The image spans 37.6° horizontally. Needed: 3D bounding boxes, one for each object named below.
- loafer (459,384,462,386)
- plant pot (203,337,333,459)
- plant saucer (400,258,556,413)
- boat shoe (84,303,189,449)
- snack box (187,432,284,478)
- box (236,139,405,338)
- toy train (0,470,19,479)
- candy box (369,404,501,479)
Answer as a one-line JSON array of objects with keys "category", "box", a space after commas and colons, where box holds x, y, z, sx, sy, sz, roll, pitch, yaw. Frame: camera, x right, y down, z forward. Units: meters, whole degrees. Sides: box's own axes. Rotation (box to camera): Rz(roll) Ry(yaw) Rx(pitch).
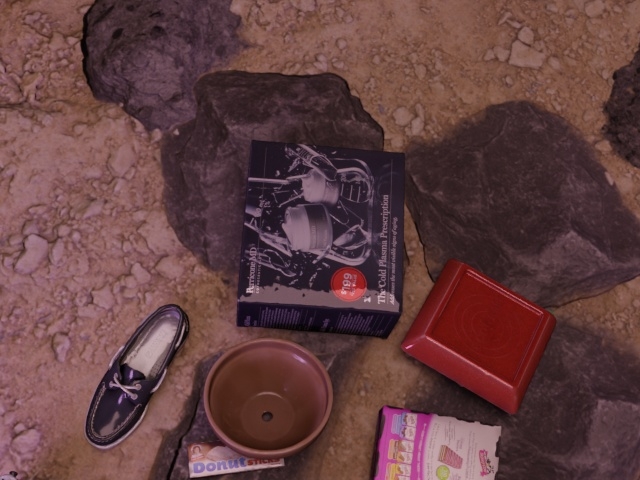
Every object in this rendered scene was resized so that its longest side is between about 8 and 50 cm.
[{"category": "loafer", "box": [0.289, 0.234, 1.887, 0.045, 0.039, 0.125, 2, 50, 23]}, {"category": "plant pot", "box": [-0.099, 0.310, 1.762, 0.238, 0.109, 0.237, 3, 55, -4]}, {"category": "plant saucer", "box": [0.327, 0.176, 1.875, 0.259, 0.047, 0.258, 30, 55, 6]}, {"category": "boat shoe", "box": [-0.352, 0.250, 1.779, 0.114, 0.091, 0.302, 25, 68, 4]}, {"category": "snack box", "box": [-0.160, 0.407, 1.777, 0.178, 0.022, 0.064, -6, 69, -9]}, {"category": "box", "box": [0.000, 0.000, 1.867, 0.313, 0.179, 0.343, 4, 69, -3]}, {"category": "toy train", "box": [-0.544, 0.468, 1.630, 0.080, 0.184, 0.105, 11, 58, -1]}, {"category": "candy box", "box": [0.218, 0.415, 1.789, 0.234, 0.071, 0.159, 11, 68, -1]}]
